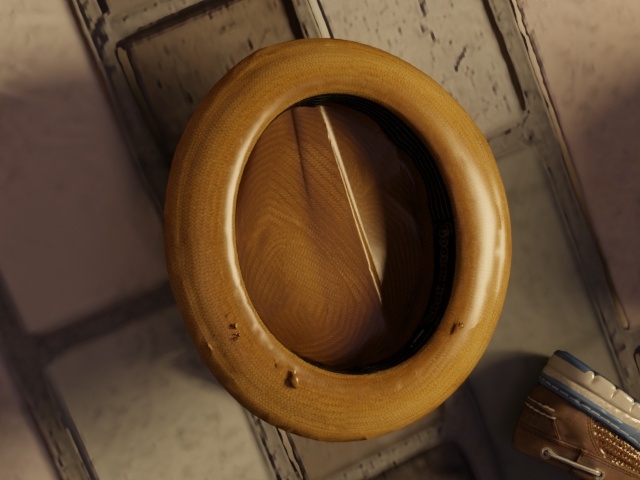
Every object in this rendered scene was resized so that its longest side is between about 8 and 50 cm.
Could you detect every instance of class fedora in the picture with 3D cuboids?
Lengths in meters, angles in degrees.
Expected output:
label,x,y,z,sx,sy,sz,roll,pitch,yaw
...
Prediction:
label,x,y,z,sx,sy,sz,roll,pitch,yaw
fedora,0.000,0.000,0.853,0.194,0.079,0.194,1,87,-24

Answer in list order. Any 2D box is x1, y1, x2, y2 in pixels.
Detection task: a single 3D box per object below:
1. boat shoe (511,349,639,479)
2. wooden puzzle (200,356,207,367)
label,x,y,z,sx,sy,sz,roll,pitch,yaw
boat shoe,0.182,0.134,0.947,0.183,0.066,0.066,35,92,-8
wooden puzzle,-0.016,0.046,0.898,0.116,0.014,0.079,21,91,-18
